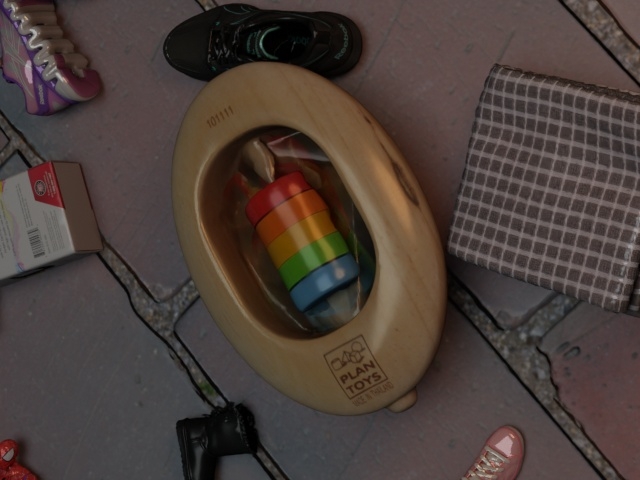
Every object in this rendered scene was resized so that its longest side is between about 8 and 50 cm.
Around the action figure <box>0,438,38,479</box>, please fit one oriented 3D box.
[{"bbox_3d":[-0.439,0.409,1.986,0.091,0.139,0.280,2,90,23],"label":"action figure"}]

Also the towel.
[{"bbox_3d":[0.273,-0.059,1.610,0.283,0.121,0.235,20,99,47],"label":"towel"}]

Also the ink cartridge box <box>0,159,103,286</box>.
[{"bbox_3d":[-0.394,-0.020,1.984,0.175,0.072,0.127,-18,84,24],"label":"ink cartridge box"}]

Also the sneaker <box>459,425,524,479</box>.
[{"bbox_3d":[0.190,0.280,1.730,0.051,0.070,0.134,32,103,22],"label":"sneaker"}]

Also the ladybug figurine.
[{"bbox_3d":[0.000,0.000,1.757,0.305,0.162,0.449,-30,79,23],"label":"ladybug figurine"}]

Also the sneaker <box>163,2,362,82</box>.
[{"bbox_3d":[-0.085,-0.248,1.822,0.267,0.106,0.101,-1,92,26],"label":"sneaker"}]

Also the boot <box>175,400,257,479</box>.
[{"bbox_3d":[-0.126,0.269,1.889,0.099,0.045,0.121,-15,85,21],"label":"boot"}]

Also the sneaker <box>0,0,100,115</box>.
[{"bbox_3d":[-0.393,-0.262,1.971,0.104,0.095,0.236,-36,78,29],"label":"sneaker"}]
